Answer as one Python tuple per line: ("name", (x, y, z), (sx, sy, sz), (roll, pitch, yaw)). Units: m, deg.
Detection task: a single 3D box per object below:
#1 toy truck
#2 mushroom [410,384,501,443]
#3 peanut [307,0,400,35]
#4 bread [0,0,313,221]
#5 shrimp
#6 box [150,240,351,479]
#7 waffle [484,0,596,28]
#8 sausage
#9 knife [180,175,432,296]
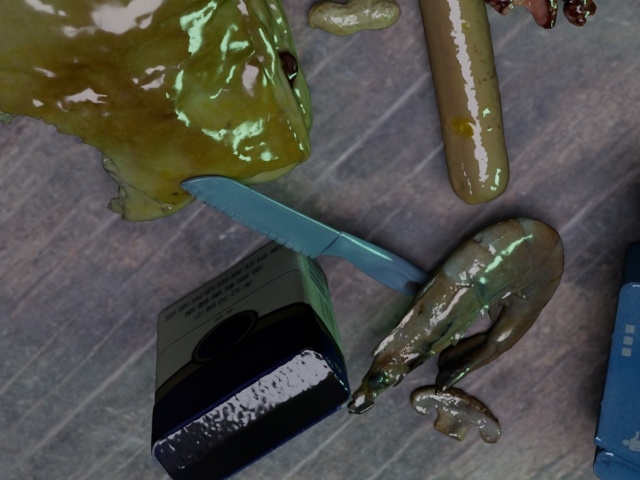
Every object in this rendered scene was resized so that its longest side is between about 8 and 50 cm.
("toy truck", (0.359, 0.086, 1.285), (0.175, 0.146, 0.367), (9, 109, 11))
("mushroom", (0.137, 0.174, 1.383), (0.101, 0.019, 0.049), (24, 106, -9))
("peanut", (0.030, -0.202, 1.243), (0.083, 0.037, 0.037), (-8, 109, -2))
("bread", (-0.187, -0.186, 1.159), (0.314, 0.191, 0.370), (-15, 110, 1))
("shrimp", (0.134, 0.080, 1.325), (0.254, 0.059, 0.145), (-51, 134, 8))
("box", (-0.066, 0.102, 1.222), (0.168, 0.259, 0.071), (-32, 110, 7))
("waffle", (0.199, -0.301, 1.184), (0.221, 0.055, 0.234), (24, 89, -20))
("sausage", (0.122, -0.177, 1.240), (0.065, 0.066, 0.301), (-11, 109, 1))
("knife", (0.000, 0.000, 1.256), (0.313, 0.019, 0.044), (26, 123, -37))
